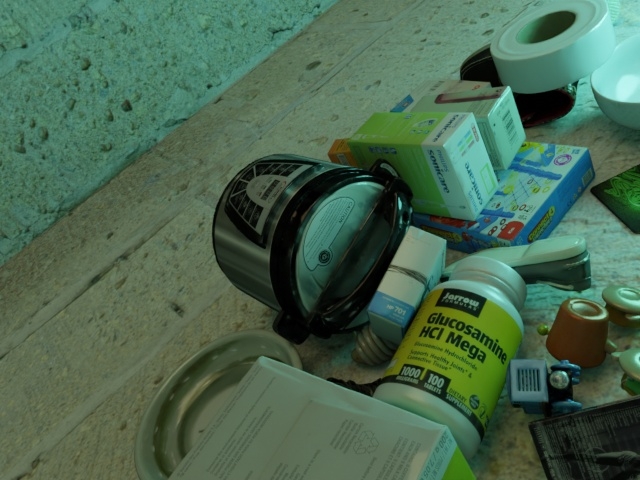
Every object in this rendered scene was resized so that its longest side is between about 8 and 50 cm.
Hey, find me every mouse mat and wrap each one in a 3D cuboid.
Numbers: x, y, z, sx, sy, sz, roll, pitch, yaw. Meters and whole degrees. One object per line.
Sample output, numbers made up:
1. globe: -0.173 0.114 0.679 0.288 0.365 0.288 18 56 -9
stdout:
1. mouse mat: 0.671 -0.095 1.263 0.152 0.007 0.190 -27 33 8

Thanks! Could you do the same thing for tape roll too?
1. tape roll: 0.572 -0.489 1.521 0.286 0.100 0.286 -23 34 17

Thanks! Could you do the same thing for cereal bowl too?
1. cereal bowl: 0.796 -0.351 1.370 0.338 0.141 0.339 -21 35 16

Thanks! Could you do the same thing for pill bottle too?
1. pill bottle: 0.240 0.194 1.072 0.187 0.188 0.334 3 47 41

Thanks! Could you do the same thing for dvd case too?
1. dvd case: 0.422 0.304 0.840 0.221 0.165 0.018 -20 -8 18

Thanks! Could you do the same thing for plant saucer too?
1. plant saucer: -0.195 0.369 1.277 0.400 0.101 0.401 -21 34 15

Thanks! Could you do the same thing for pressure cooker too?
1. pressure cooker: 0.005 0.002 1.354 0.375 0.370 0.420 -14 22 -34

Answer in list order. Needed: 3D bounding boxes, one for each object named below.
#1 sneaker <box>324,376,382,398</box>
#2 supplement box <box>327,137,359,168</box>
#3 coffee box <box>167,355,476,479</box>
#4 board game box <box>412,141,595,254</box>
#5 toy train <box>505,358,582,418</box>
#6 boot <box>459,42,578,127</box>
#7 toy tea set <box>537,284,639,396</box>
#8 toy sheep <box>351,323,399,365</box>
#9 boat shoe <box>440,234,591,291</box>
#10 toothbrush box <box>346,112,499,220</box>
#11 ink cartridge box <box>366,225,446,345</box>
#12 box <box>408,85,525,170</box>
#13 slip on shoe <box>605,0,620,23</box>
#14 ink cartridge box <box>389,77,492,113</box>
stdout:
1. sneaker: 0.086 0.291 1.128 0.227 0.130 0.087 -29 35 1
2. supplement box: 0.141 -0.269 1.849 0.233 0.080 0.078 1 47 36
3. coffee box: 0.007 0.424 0.831 0.338 0.334 0.338 8 49 42
4. board game box: 0.409 -0.102 1.410 0.308 0.086 0.301 -46 36 -20
5. toy train: 0.346 0.232 0.947 0.105 0.184 0.080 -2 67 21
6. boot: 0.545 -0.436 1.695 0.377 0.138 0.284 0 44 31
7. toy tea set: 0.504 0.201 0.956 0.199 0.124 0.336 -6 27 -14
8. toy sheep: 0.116 0.206 1.250 0.132 0.091 0.091 -42 31 16
9. boat shoe: 0.369 0.069 1.198 0.319 0.099 0.116 -15 12 44
10. toothbrush box: 0.227 -0.172 1.380 0.283 0.206 0.122 14 53 48
11. ink cartridge box: 0.167 0.091 1.171 0.082 0.140 0.191 24 71 20
12. box: 0.331 -0.254 1.424 0.232 0.149 0.127 6 47 43
13. slip on shoe: 0.721 -0.627 1.814 0.331 0.123 0.101 -30 27 10
14. ink cartridge box: 0.346 -0.321 1.666 0.171 0.168 0.232 -42 34 -16
